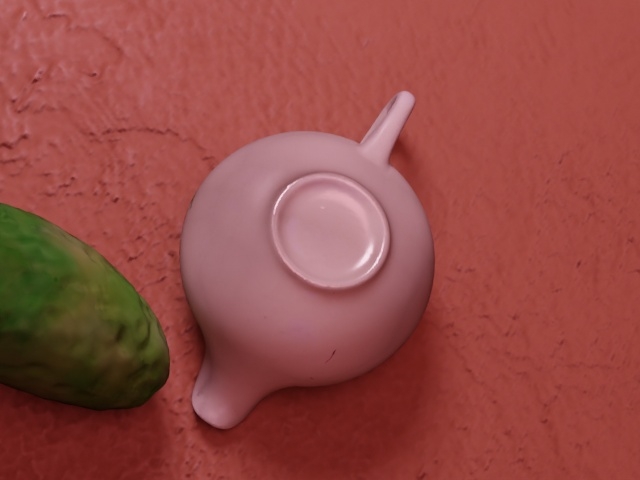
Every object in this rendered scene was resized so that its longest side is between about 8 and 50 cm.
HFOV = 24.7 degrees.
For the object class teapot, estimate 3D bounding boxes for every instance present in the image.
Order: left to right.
[{"bbox_3d":[0.000,0.000,0.820,0.145,0.092,0.226,36,66,-4],"label":"teapot"}]

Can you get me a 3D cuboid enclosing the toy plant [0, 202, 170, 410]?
[{"bbox_3d":[-0.280,0.024,0.687,0.356,0.211,0.317,-34,119,-25],"label":"toy plant"}]
